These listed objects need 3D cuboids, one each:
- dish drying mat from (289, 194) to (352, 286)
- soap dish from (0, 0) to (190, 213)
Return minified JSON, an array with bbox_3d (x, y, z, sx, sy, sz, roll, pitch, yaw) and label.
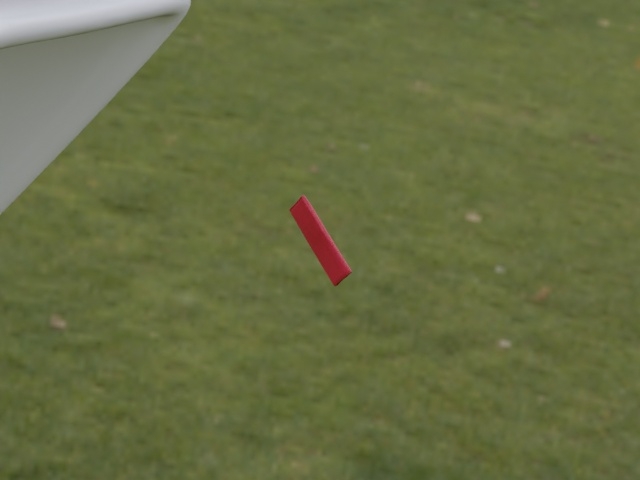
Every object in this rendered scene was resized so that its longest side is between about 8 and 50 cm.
[{"bbox_3d":[0.000,0.000,1.498,0.008,0.032,0.083,-24,78,-33],"label":"dish drying mat"},{"bbox_3d":[-0.213,-0.054,0.736,0.118,0.291,0.229,49,25,5],"label":"soap dish"}]
